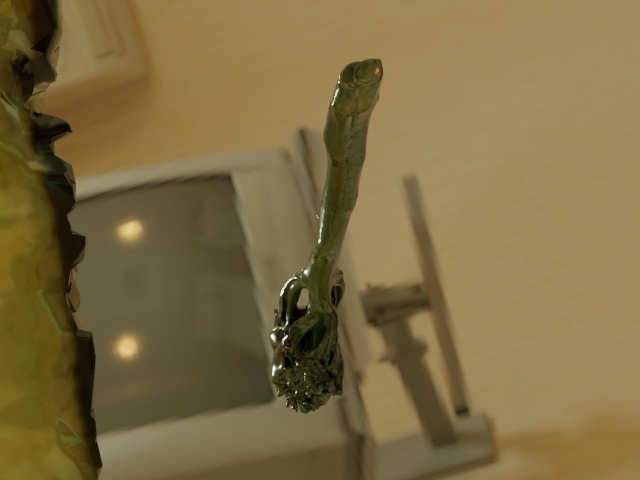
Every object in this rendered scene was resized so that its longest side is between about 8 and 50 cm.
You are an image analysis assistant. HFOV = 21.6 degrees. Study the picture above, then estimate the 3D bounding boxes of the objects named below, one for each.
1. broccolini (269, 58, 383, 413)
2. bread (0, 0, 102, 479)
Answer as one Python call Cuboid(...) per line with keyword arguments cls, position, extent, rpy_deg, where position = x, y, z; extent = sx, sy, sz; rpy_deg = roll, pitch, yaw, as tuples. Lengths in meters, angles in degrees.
Cuboid(cls="broccolini", position=(-0.005, 0.005, 0.887), extent=(0.057, 0.071, 0.254), rpy_deg=(-44, -25, -32))
Cuboid(cls="bread", position=(-0.118, 0.034, 0.468), extent=(0.198, 0.263, 0.236), rpy_deg=(29, -116, -14))
